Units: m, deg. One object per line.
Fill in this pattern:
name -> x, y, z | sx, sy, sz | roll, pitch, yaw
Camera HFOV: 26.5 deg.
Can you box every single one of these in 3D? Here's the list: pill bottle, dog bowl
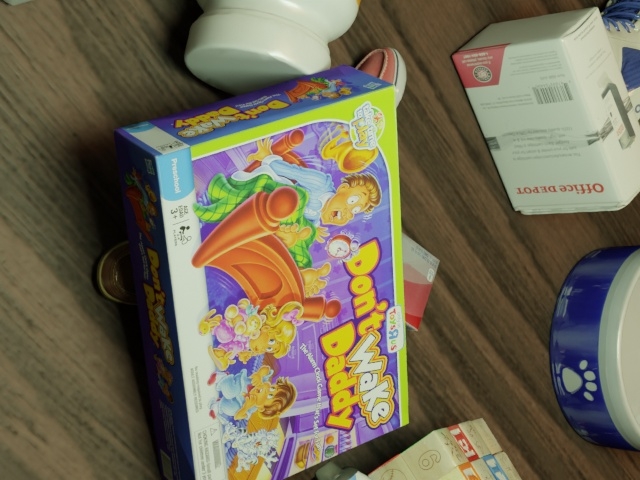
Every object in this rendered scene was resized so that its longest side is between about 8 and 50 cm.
pill bottle -> -0.030, -0.278, 1.262 | 0.162, 0.162, 0.278 | 25, 72, -42
dog bowl -> 0.410, 0.137, 1.731 | 0.265, 0.104, 0.264 | 2, 87, -45

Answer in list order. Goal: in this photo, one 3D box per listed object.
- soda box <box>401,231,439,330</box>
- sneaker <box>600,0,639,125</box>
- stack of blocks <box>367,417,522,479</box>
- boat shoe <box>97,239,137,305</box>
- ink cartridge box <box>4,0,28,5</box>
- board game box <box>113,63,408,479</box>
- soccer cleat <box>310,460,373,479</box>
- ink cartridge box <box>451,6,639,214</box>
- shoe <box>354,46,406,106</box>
soda box -> 0.000, 0.000, 1.335 | 0.263, 0.092, 0.083 | 34, 66, -39
sneaker -> 0.367, -0.242, 1.682 | 0.182, 0.127, 0.315 | 42, 62, -38
stack of blocks -> 0.187, 0.333, 1.378 | 0.297, 0.087, 0.171 | 58, 17, 15
boat shoe -> -0.120, 0.028, 1.237 | 0.178, 0.060, 0.064 | 2, 88, -45
ink cartridge box -> -0.263, -0.279, 1.035 | 0.212, 0.154, 0.093 | 30, 69, -41
board game box -> -0.042, 0.043, 1.199 | 0.233, 0.078, 0.347 | -20, 121, -28
soccer cleat -> -0.050, 0.337, 1.198 | 0.331, 0.116, 0.143 | -37, 78, -23
ink cartridge box -> 0.270, -0.145, 1.560 | 0.092, 0.159, 0.218 | -42, 118, -38
shoe -> 0.025, -0.140, 1.382 | 0.081, 0.063, 0.178 | 43, 64, -41
